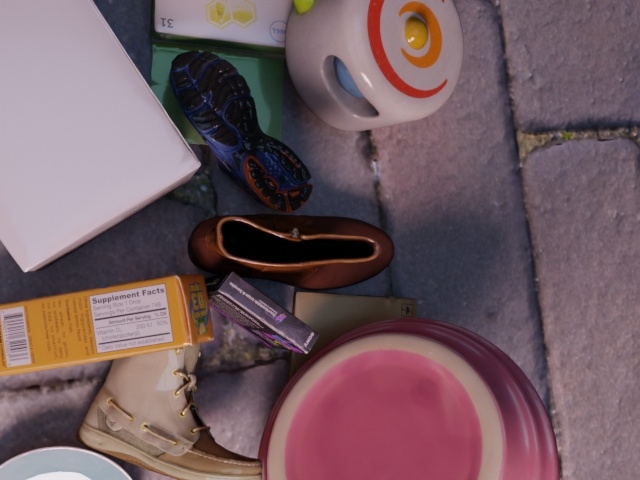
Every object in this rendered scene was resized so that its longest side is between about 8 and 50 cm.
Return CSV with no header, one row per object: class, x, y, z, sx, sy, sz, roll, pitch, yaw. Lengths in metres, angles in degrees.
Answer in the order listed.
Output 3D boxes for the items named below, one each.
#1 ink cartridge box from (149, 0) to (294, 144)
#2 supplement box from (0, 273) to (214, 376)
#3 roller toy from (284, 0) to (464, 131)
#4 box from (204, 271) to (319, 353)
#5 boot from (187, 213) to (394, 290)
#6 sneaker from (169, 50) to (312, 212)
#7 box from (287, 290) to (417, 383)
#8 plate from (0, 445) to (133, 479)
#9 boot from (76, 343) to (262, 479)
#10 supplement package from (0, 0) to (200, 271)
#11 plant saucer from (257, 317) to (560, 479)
ink cartridge box,-0.117,-0.234,0.905,0.171,0.056,0.234,3,84,-18
supplement box,-0.234,0.088,0.782,0.234,0.078,0.080,-8,87,10
roller toy,0.071,-0.230,0.892,0.209,0.146,0.191,-2,90,-39
box,-0.076,0.080,0.839,0.116,0.162,0.029,37,76,-13
boot,0.000,0.000,0.806,0.264,0.280,0.096,10,83,-17
sneaker,-0.104,-0.119,0.880,0.083,0.087,0.221,-38,100,-24
box,0.038,0.167,0.944,0.165,0.021,0.201,5,86,-16
plate,-0.284,0.308,0.816,0.188,0.024,0.188,-2,99,-12
boot,-0.147,0.170,0.825,0.213,0.077,0.165,13,77,15
supplement package,-0.287,-0.128,0.789,0.204,0.145,0.261,-34,96,-13
plant saucer,0.073,0.226,0.787,0.332,0.332,0.084,-56,144,-13
